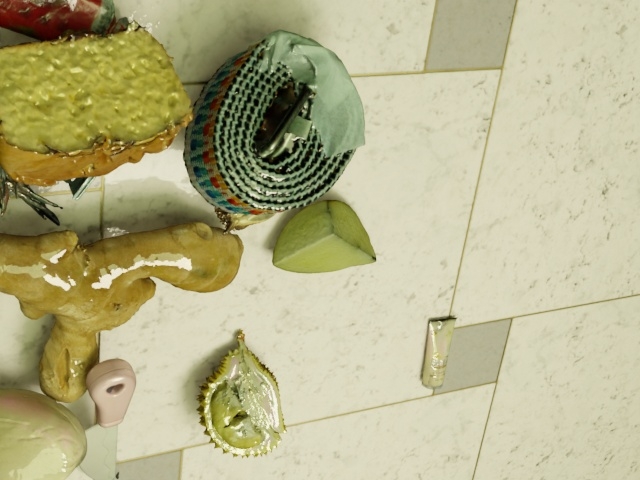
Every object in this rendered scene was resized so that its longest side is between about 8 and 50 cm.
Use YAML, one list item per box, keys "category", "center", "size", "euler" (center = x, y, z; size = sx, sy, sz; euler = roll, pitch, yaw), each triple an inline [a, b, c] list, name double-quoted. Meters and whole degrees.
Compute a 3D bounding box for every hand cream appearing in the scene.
- category: "hand cream"
  center: [0.215, 0.206, 1.906]
  size: [0.061, 0.039, 0.143]
  euler: [-5, 116, -25]

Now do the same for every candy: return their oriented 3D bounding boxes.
- category: "candy"
  center: [-0.340, -0.285, 1.264]
  size: [0.292, 0.059, 0.086]
  euler: [15, 111, -35]

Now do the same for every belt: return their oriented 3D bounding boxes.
- category: "belt"
  center: [-0.060, -0.154, 1.414]
  size: [0.207, 0.150, 0.257]
  euler: [41, 71, -25]

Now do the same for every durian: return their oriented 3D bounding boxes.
- category: "durian"
  center: [-0.137, 0.247, 1.694]
  size: [0.146, 0.102, 0.208]
  euler: [-5, 97, -30]
- category: "durian"
  center: [-0.114, -0.062, 1.520]
  size: [0.140, 0.071, 0.110]
  euler: [-51, 132, -24]

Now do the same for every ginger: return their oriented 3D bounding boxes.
- category: "ginger"
  center: [-0.299, 0.051, 1.441]
  size: [0.363, 0.122, 0.348]
  euler: [-30, 144, 2]

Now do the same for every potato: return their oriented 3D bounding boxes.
- category: "potato"
  center: [0.000, 0.000, 1.647]
  size: [0.120, 0.081, 0.149]
  euler: [-23, 153, 22]

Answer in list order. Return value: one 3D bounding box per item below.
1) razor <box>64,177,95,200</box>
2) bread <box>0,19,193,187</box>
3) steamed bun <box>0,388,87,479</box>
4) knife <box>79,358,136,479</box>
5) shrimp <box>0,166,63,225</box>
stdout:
- category: "razor"
  center: [-0.370, -0.153, 1.333]
  size: [0.232, 0.068, 0.106]
  euler: [35, 97, -35]
- category: "bread"
  center: [-0.296, -0.151, 1.256]
  size: [0.260, 0.147, 0.160]
  euler: [-24, 85, -39]
- category: "steamed bun"
  center: [-0.454, 0.277, 1.464]
  size: [0.239, 0.170, 0.152]
  euler: [-13, 93, -2]
- category: "knife"
  center: [-0.329, 0.292, 1.579]
  size: [0.081, 0.043, 0.336]
  euler: [-12, 141, -26]
- category: "shrimp"
  center: [-0.468, -0.106, 1.265]
  size: [0.172, 0.137, 0.372]
  euler: [-21, 126, 21]
